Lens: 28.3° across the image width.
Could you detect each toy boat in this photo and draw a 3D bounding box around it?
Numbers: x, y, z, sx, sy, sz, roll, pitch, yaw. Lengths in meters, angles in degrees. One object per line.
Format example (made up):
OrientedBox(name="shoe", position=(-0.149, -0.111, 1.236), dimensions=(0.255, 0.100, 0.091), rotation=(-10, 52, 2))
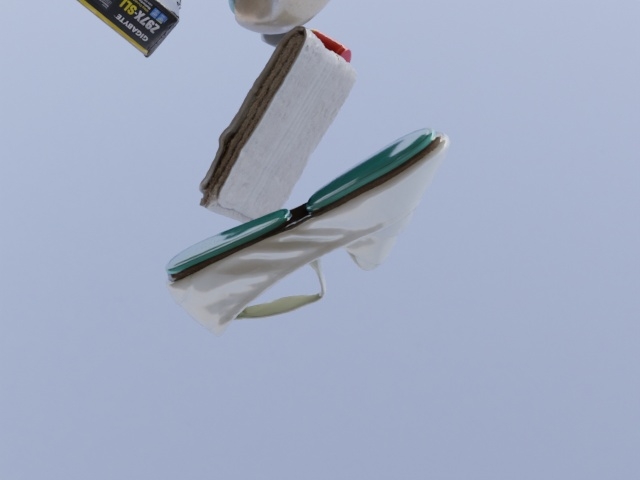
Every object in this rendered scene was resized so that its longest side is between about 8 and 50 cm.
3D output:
OrientedBox(name="toy boat", position=(-0.040, -0.365, 1.813), dimensions=(0.148, 0.318, 0.267), rotation=(29, -116, 24))

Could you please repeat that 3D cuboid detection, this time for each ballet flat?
OrientedBox(name="ballet flat", position=(0.000, 0.000, 1.560), dimensions=(0.400, 0.139, 0.139), rotation=(-27, -127, 14))

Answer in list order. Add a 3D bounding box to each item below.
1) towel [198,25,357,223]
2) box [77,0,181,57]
OrientedBox(name="towel", position=(-0.060, -0.151, 1.786), dimensions=(0.049, 0.187, 0.282), rotation=(33, -87, 26))
OrientedBox(name="box", position=(-0.323, -0.412, 1.680), dimensions=(0.079, 0.322, 0.257), rotation=(-42, -155, 21))
